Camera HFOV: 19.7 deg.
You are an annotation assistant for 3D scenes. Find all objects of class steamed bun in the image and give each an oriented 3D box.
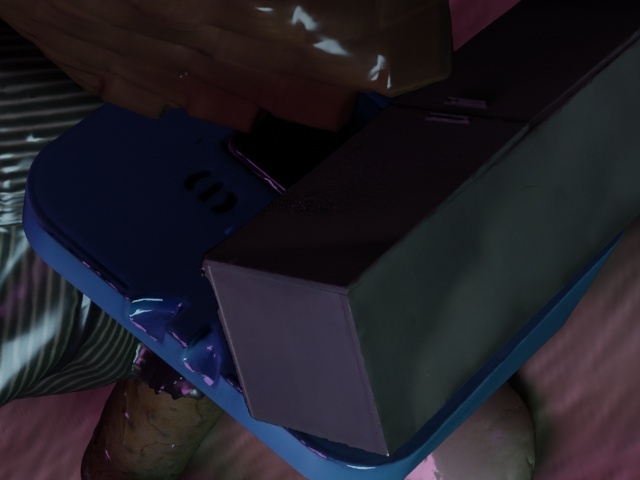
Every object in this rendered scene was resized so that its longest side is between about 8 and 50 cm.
[{"bbox_3d":[0.066,0.131,1.086,0.112,0.091,0.130,48,141,1],"label":"steamed bun"}]

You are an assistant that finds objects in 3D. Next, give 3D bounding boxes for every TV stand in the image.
[{"bbox_3d":[0.069,-0.021,0.821,0.082,0.269,0.088,12,127,38],"label":"TV stand"}]

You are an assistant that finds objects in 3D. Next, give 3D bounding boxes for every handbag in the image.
[{"bbox_3d":[-0.218,-0.013,1.093,0.340,0.247,0.240,3,97,50],"label":"handbag"}]

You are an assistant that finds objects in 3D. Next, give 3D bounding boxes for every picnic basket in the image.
[{"bbox_3d":[-0.009,-0.190,0.793,0.254,0.291,0.321,7,166,40],"label":"picnic basket"}]

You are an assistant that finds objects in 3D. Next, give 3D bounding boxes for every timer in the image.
[{"bbox_3d":[0.000,0.000,0.921,0.232,0.250,0.091,40,139,14],"label":"timer"}]

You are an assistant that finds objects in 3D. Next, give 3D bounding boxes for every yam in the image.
[{"bbox_3d":[-0.087,0.083,1.209,0.083,0.083,0.371,42,140,10],"label":"yam"}]
